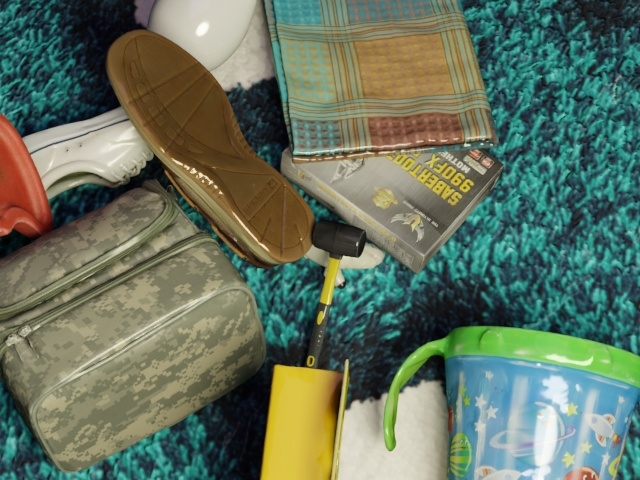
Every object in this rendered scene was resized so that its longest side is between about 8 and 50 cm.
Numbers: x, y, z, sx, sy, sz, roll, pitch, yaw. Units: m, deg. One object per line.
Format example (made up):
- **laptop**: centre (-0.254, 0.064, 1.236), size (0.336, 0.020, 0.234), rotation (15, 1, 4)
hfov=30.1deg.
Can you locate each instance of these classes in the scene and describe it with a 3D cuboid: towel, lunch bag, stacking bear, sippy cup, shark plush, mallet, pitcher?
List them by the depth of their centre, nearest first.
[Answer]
- **sippy cup**: centre (0.240, 0.230, 1.342), size (0.240, 0.306, 0.224), rotation (23, 74, -40)
- **lunch bag**: centre (-0.253, 0.084, 1.392), size (0.305, 0.212, 0.256), rotation (-30, 55, -14)
- **stacking bear**: centre (-0.502, -0.041, 1.438), size (0.289, 0.175, 0.164), rotation (-18, 84, 11)
- **mallet**: centre (-0.001, 0.066, 1.452), size (0.062, 0.039, 0.189), rotation (22, 100, 15)
- **shark plush**: centre (0.000, 0.000, 1.525), size (0.161, 0.073, 0.067), rotation (22, 42, 22)
- **towel**: centre (0.070, -0.255, 1.574), size (0.272, 0.040, 0.370), rotation (-6, 51, -4)
- **pitcher**: centre (-0.157, -0.337, 1.602), size (0.178, 0.125, 0.207), rotation (33, 86, 34)

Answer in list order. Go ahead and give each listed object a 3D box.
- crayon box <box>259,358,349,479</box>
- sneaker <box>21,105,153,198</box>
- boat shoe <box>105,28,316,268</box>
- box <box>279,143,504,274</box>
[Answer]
- **crayon box**: centre (-0.021, 0.257, 1.256), size (0.081, 0.318, 0.202), rotation (6, 67, 1)
- **sneaker**: centre (-0.260, -0.116, 1.539), size (0.258, 0.094, 0.091), rotation (-18, 79, 0)
- **boat shoe**: centre (-0.150, -0.101, 1.465), size (0.342, 0.123, 0.123), rotation (48, 60, -9)
- **box**: centre (0.091, -0.093, 1.538), size (0.231, 0.056, 0.183), rotation (37, 63, 14)
